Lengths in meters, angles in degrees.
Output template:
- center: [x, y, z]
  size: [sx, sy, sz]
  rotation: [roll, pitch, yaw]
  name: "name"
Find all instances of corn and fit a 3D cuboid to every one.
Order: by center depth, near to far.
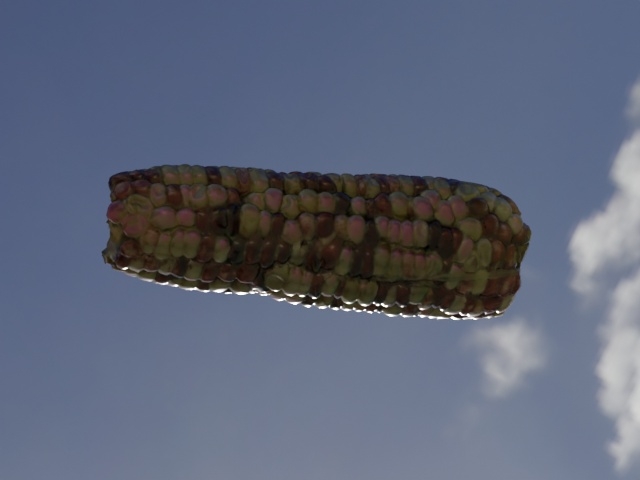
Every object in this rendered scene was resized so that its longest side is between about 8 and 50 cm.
- center: [0.000, 0.000, 1.248]
  size: [0.280, 0.092, 0.092]
  rotation: [4, -69, -13]
  name: "corn"
